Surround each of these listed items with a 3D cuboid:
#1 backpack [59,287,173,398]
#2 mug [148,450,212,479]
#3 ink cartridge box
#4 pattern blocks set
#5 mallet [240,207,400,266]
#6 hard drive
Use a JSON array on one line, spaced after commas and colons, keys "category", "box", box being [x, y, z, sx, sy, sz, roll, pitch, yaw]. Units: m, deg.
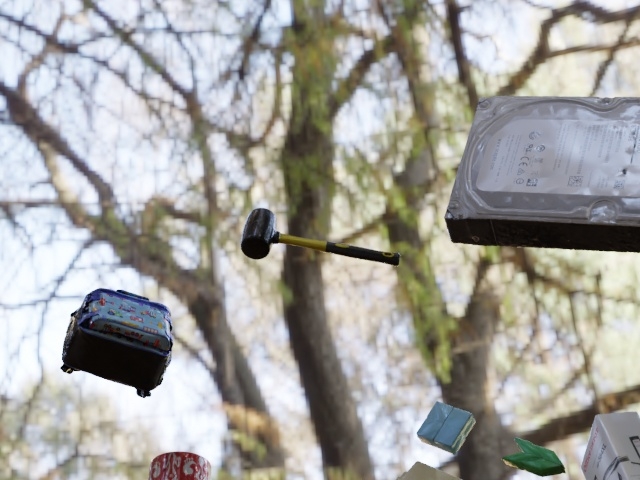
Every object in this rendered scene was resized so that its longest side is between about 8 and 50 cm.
[{"category": "backpack", "box": [-0.297, 0.132, 1.924, 0.158, 0.173, 0.117, 20, -68, -14]}, {"category": "mug", "box": [-0.196, 0.411, 1.896, 0.113, 0.169, 0.150, -29, -44, 33]}, {"category": "ink cartridge box", "box": [0.539, 0.423, 2.272, 0.085, 0.203, 0.148, -3, -52, -11]}, {"category": "pattern blocks set", "box": [0.098, 0.309, 1.242, 0.285, 0.325, 0.026, 27, -24, 42]}, {"category": "mallet", "box": [0.000, 0.000, 1.536, 0.189, 0.062, 0.039, 6, -51, -6]}, {"category": "hard drive", "box": [0.353, -0.093, 1.720, 0.338, 0.237, 0.064, 4, -38, 23]}]
